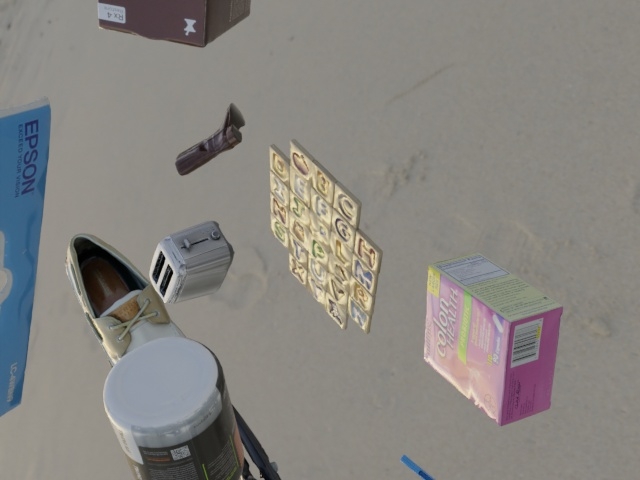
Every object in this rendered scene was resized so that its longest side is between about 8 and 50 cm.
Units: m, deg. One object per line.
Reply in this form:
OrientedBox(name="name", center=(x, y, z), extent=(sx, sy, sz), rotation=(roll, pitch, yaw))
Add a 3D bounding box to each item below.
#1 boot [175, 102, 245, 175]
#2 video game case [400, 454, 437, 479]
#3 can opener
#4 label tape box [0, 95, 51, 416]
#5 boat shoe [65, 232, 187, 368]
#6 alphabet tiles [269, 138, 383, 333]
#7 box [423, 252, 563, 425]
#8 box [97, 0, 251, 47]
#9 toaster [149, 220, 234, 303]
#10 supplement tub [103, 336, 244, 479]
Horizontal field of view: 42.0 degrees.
OrientedBox(name="boot", center=(-0.168, -0.149, 1.243), extent=(0.114, 0.037, 0.106), rotation=(-30, 30, 20))
OrientedBox(name="video game case", center=(0.224, 0.450, 1.491), extent=(0.166, 0.119, 0.015), rotation=(33, 80, 37))
OrientedBox(name="can opener", center=(-0.093, 0.283, 1.084), extent=(0.186, 0.059, 0.073), rotation=(60, 161, 17))
OrientedBox(name="label tape box", center=(-0.320, 0.045, 0.435), extent=(0.347, 0.115, 0.249), rotation=(-29, -37, -52))
OrientedBox(name="boat shoe", center=(-0.264, 0.114, 1.150), extent=(0.113, 0.302, 0.103), rotation=(-37, -24, -18))
OrientedBox(name="alphabet tiles", center=(0.000, 0.000, 1.405), extent=(0.285, 0.011, 0.343), rotation=(47, 153, 29))
OrientedBox(name="box", center=(0.305, 0.172, 1.518), extent=(0.243, 0.117, 0.214), rotation=(40, 136, 54))
OrientedBox(name="box", center=(-0.205, -0.400, 1.220), extent=(0.203, 0.168, 0.167), rotation=(-62, -18, -59))
OrientedBox(name="toaster", center=(-0.309, 0.060, 1.965), extent=(0.129, 0.146, 0.227), rotation=(58, 143, 22))
OrientedBox(name="supplement tub", center=(-0.142, 0.199, 0.847), extent=(0.117, 0.117, 0.190), rotation=(-100, 3, -49))
